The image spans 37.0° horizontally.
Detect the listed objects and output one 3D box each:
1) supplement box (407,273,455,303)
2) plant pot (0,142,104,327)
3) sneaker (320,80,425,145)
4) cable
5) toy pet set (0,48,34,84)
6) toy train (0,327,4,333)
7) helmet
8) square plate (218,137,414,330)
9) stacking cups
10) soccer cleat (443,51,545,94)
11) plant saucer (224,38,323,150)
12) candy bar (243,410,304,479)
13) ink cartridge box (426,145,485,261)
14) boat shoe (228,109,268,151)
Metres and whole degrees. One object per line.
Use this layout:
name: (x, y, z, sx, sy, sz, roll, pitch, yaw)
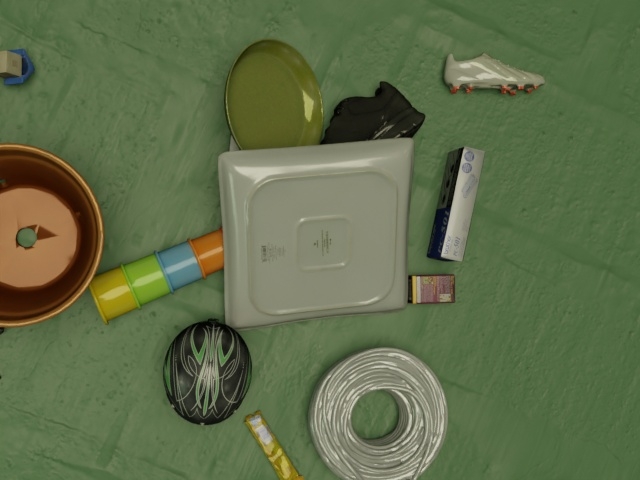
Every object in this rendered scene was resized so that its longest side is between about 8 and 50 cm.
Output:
supplement box: (0.207, 0.090, 1.790, 0.083, 0.043, 0.054, 0, 89, -9)
plant pot: (-0.501, -0.005, 1.595, 0.291, 0.203, 0.290, 0, 88, -9)
sneaker: (0.051, -0.188, 1.745, 0.286, 0.109, 0.130, -34, 82, -23)
cable: (0.106, 0.322, 1.747, 0.257, 0.089, 0.257, 40, 82, -6)
toy pet set: (-0.566, -0.310, 1.676, 0.114, 0.065, 0.122, -2, 85, 25)
toy train: (-0.569, 0.151, 1.657, 0.158, 0.027, 0.036, -41, 88, -20)
helmet: (-0.195, 0.227, 1.655, 0.170, 0.161, 0.169, -1, 105, -5)
square plate: (0.000, 0.000, 1.679, 0.344, 0.049, 0.347, -6, 116, -12)
stacking cups: (-0.247, 0.051, 1.693, 0.316, 0.096, 0.096, -20, 92, -10)
soccer cleat: (0.330, -0.318, 1.810, 0.196, 0.068, 0.076, 0, 86, -7)
plant saucer: (-0.088, -0.235, 1.699, 0.241, 0.037, 0.240, 2, 87, -47)
candy bar: (-0.086, 0.383, 1.748, 0.040, 0.018, 0.161, -33, 94, -12)
ink cartridge box: (0.250, -0.065, 1.773, 0.046, 0.097, 0.207, 12, 86, -9)
boat shoe: (-0.130, -0.143, 1.728, 0.076, 0.080, 0.228, 7, 80, -8)
